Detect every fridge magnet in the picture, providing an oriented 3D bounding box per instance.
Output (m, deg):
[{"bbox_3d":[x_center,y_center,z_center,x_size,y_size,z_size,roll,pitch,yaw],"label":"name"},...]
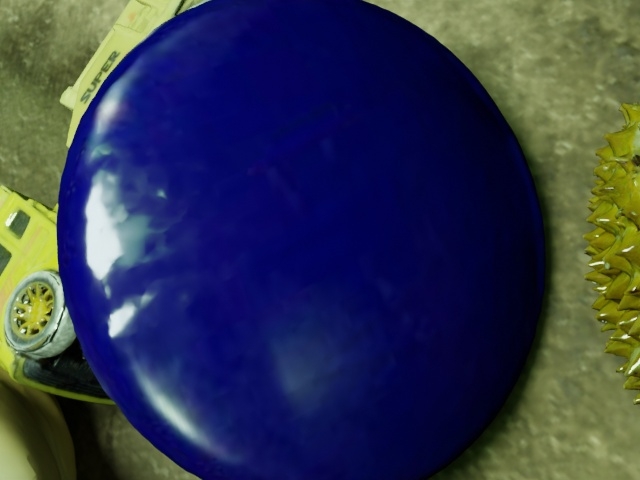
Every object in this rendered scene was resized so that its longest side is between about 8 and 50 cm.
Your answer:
[{"bbox_3d":[0.000,0.000,0.444,0.112,0.265,0.266,-18,62,63],"label":"fridge magnet"}]

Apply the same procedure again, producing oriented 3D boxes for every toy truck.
[{"bbox_3d":[-0.125,-0.043,0.563,0.157,0.124,0.272,30,88,36],"label":"toy truck"}]

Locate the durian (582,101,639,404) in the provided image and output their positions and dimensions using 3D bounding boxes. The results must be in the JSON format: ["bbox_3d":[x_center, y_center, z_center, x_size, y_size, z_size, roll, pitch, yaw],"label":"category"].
[{"bbox_3d":[0.212,0.011,0.378,0.193,0.137,0.237,-37,64,12],"label":"durian"}]

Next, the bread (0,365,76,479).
[{"bbox_3d":[-0.288,0.255,0.490,0.328,0.245,0.424,28,90,18],"label":"bread"}]
